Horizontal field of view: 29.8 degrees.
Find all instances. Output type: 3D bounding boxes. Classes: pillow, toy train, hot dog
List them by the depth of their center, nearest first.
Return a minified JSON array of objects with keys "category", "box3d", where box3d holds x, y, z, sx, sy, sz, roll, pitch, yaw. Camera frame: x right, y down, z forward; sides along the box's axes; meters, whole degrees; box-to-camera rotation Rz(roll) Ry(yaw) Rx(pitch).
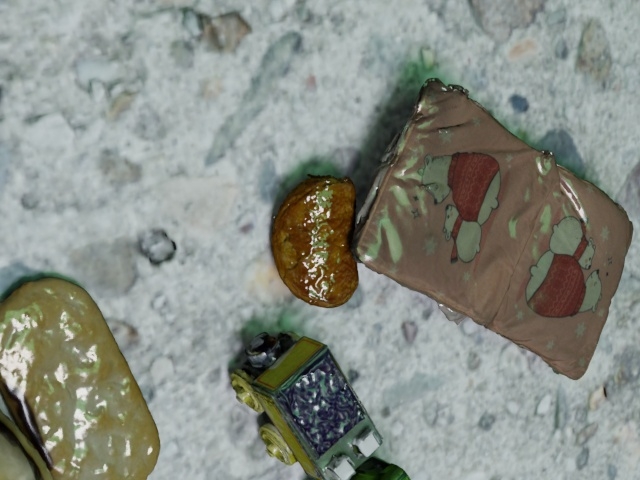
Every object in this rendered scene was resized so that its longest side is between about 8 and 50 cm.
[{"category":"hot dog","box3d":[0.000,0.000,0.746,0.058,0.035,0.083,-8,103,-32]},{"category":"toy train","box3d":[0.014,0.142,0.753,0.060,0.081,0.202,-40,117,-21]},{"category":"pillow","box3d":[0.122,-0.003,0.815,0.248,0.049,0.135,28,83,-40]}]

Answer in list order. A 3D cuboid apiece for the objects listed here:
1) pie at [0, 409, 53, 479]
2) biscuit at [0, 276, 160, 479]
[{"category":"pie","box3d":[-0.277,0.201,0.571,0.339,0.077,0.339,-8,104,-33]},{"category":"biscuit","box3d":[-0.139,0.089,0.679,0.071,0.018,0.147,-34,114,-28]}]
